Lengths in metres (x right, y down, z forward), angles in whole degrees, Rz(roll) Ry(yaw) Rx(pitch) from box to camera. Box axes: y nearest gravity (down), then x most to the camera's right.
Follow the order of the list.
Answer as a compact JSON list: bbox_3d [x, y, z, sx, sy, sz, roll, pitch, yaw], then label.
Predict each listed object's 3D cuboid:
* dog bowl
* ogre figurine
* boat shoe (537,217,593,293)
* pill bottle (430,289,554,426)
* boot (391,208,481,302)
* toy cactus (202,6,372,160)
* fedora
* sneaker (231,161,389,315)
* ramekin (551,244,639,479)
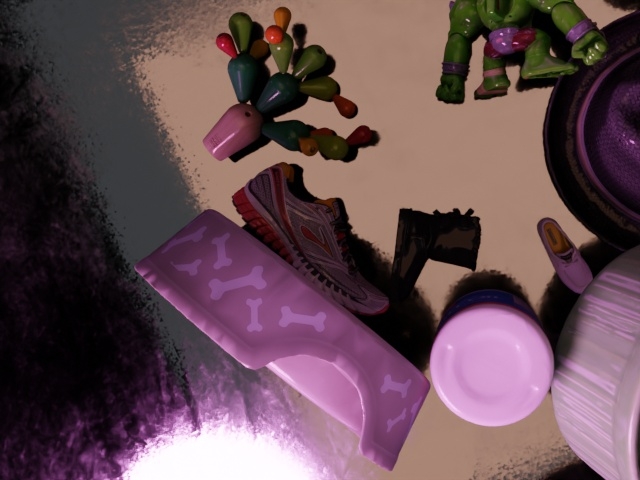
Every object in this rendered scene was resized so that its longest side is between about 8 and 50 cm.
[{"bbox_3d":[-0.031,0.098,1.085,0.348,0.349,0.102,38,86,5],"label":"dog bowl"},{"bbox_3d":[0.217,-0.232,1.138,0.197,0.096,0.118,-13,84,53],"label":"ogre figurine"},{"bbox_3d":[0.284,0.018,1.175,0.035,0.035,0.100,-28,88,9],"label":"boat shoe"},{"bbox_3d":[0.184,0.118,1.101,0.124,0.221,0.124,0,92,8],"label":"pill bottle"},{"bbox_3d":[0.136,0.019,1.195,0.099,0.045,0.121,7,93,5],"label":"boot"},{"bbox_3d":[-0.061,-0.160,1.189,0.180,0.112,0.219,-40,93,11],"label":"toy cactus"},{"bbox_3d":[0.415,-0.114,1.089,0.334,0.152,0.334,0,92,8],"label":"fedora"},{"bbox_3d":[0.000,0.000,1.192,0.093,0.088,0.225,-45,87,5],"label":"sneaker"},{"bbox_3d":[0.386,0.141,1.044,0.303,0.148,0.303,-7,107,-24],"label":"ramekin"}]
